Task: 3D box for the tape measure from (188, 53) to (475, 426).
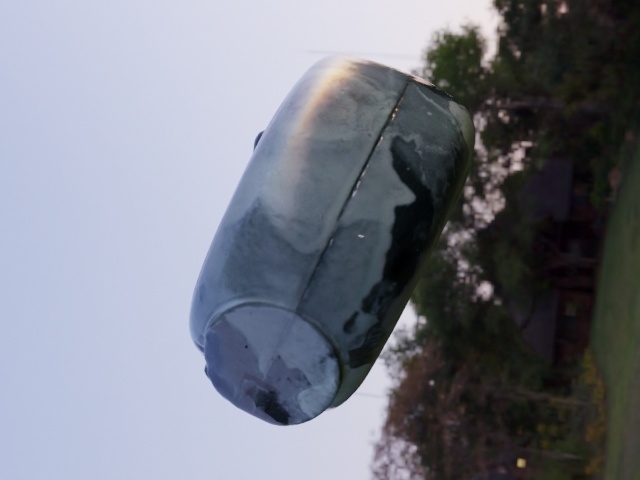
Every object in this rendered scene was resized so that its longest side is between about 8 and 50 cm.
[{"bbox_3d":[0.000,0.000,0.715,0.256,0.147,0.275,-47,-18,-87],"label":"tape measure"}]
